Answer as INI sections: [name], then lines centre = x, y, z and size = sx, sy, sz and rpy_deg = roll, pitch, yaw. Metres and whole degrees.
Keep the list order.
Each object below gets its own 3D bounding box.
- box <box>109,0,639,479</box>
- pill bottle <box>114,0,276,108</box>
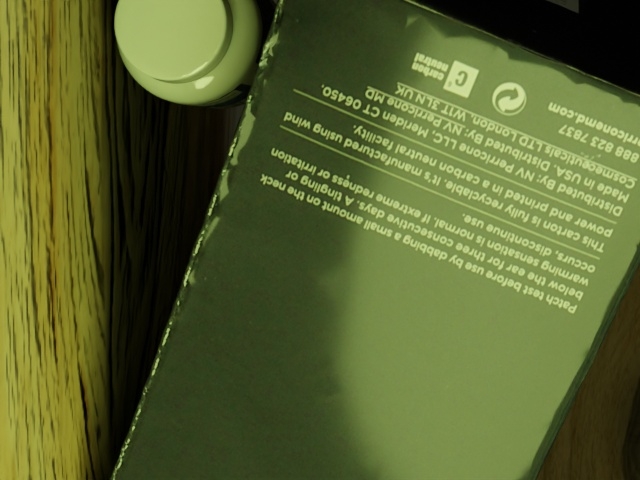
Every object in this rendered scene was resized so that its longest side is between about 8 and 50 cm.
[box]
centre = 0.043, 0.003, 0.788
size = 0.343, 0.179, 0.312
rpy_deg = -63, 176, -69
[pill bottle]
centre = -0.056, -0.096, 0.701
size = 0.120, 0.067, 0.067
rpy_deg = -22, 117, -82
